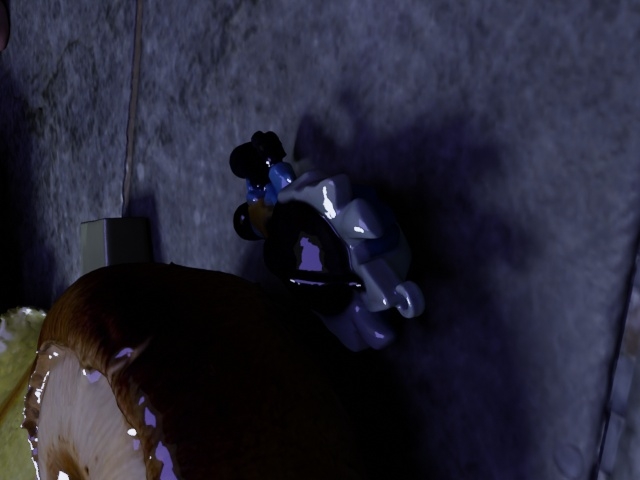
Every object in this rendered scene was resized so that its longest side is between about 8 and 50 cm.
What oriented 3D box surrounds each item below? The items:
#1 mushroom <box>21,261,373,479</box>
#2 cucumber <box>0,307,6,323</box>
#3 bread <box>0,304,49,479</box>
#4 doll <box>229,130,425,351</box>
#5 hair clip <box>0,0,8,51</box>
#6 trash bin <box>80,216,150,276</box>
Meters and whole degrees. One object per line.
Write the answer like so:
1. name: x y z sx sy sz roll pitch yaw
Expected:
1. mushroom: -0.076 0.150 0.637 0.297 0.163 0.278 39 117 48
2. cucumber: -0.330 0.108 1.033 0.062 0.116 0.115 37 169 36
3. bread: -0.309 0.244 0.938 0.233 0.244 0.362 28 120 54
4. doll: 0.000 0.000 0.579 0.195 0.070 0.096 37 139 58
5. hair clip: -0.358 -0.232 1.138 0.138 0.102 0.123 -80 18 -46
6. trash bin: -0.154 0.030 0.846 0.061 0.043 0.092 -8 84 57
